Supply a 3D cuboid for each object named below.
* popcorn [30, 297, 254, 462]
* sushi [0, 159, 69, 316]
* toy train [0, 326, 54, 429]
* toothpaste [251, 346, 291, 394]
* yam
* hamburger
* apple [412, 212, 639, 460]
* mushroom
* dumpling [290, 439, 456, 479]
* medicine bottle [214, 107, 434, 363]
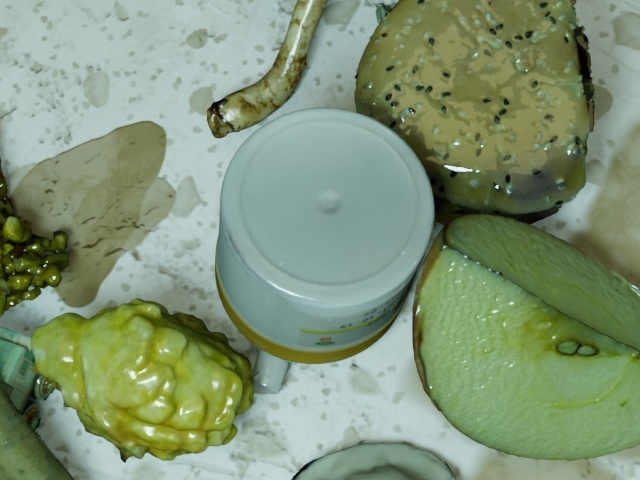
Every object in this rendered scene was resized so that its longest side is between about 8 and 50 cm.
[{"bbox_3d":[-0.209,0.167,1.495,0.266,0.233,0.192,15,86,-4],"label":"popcorn"},{"bbox_3d":[-0.431,-0.008,1.620,0.179,0.167,0.296,-23,28,7],"label":"sushi"},{"bbox_3d":[-0.394,0.204,1.567,0.080,0.125,0.194,16,74,19],"label":"toy train"},{"bbox_3d":[-0.023,0.039,1.605,0.058,0.056,0.314,24,70,-22],"label":"toothpaste"},{"bbox_3d":[-0.358,0.235,1.478,0.083,0.083,0.371,-35,101,-3],"label":"yam"},{"bbox_3d":[0.181,-0.169,1.561,0.276,0.195,0.318,-8,75,2],"label":"hamburger"},{"bbox_3d":[0.239,0.103,1.437,0.346,0.179,0.254,26,68,-17],"label":"apple"},{"bbox_3d":[-0.029,-0.299,1.689,0.233,0.302,0.208,4,48,-36],"label":"mushroom"},{"bbox_3d":[0.040,0.312,1.452,0.172,0.142,0.247,40,52,20],"label":"dumpling"},{"bbox_3d":[0.000,0.000,1.471,0.238,0.232,0.238,2,69,-5],"label":"medicine bottle"}]
